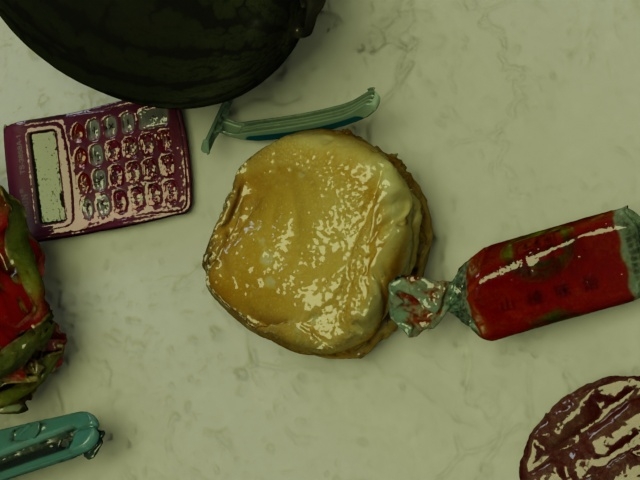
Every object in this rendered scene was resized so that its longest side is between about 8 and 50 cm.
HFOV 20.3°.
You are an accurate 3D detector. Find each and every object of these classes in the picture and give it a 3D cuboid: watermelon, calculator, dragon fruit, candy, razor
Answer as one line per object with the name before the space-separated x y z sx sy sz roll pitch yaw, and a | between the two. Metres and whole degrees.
watermelon | -0.150 -0.263 1.621 0.359 0.279 0.279 30 93 16
calculator | -0.218 -0.069 1.750 0.190 0.034 0.127 -10 78 12
dragon fruit | -0.385 0.048 1.691 0.302 0.237 0.231 24 135 7
candy | 0.202 0.030 1.556 0.292 0.059 0.086 -17 100 5
razor | -0.022 -0.113 1.661 0.191 0.037 0.068 -5 50 34

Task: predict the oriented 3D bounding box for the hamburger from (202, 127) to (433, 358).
hamburger | 0.002 0.000 1.623 0.213 0.108 0.214 -3 80 19

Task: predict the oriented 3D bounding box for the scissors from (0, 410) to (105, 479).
scissors | -0.381 0.234 1.723 0.393 0.032 0.180 -18 57 20

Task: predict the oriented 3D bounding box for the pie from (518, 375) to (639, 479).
pie | 0.281 0.220 1.528 0.204 0.054 0.219 -24 73 15
